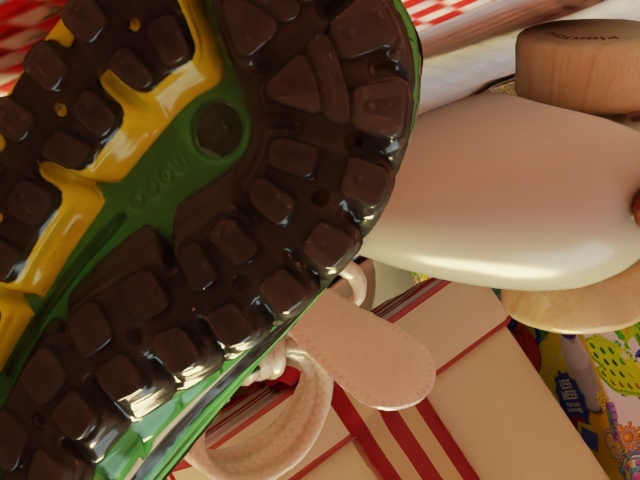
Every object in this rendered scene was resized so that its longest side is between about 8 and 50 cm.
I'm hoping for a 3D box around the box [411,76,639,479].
[{"bbox_3d":[0.202,0.021,1.078,0.177,0.279,0.290,-19,176,-15],"label":"box"}]

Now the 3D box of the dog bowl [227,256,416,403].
[{"bbox_3d":[0.046,0.061,1.363,0.349,0.102,0.349,-38,-178,1],"label":"dog bowl"}]

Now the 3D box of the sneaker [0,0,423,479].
[{"bbox_3d":[-0.085,0.046,0.479,0.343,0.134,0.146,-42,175,16],"label":"sneaker"}]

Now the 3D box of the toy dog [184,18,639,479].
[{"bbox_3d":[0.056,-0.007,0.685,0.334,0.220,0.161,-28,-159,-13],"label":"toy dog"}]

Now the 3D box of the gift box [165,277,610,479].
[{"bbox_3d":[0.041,0.162,0.985,0.276,0.258,0.255,-35,-179,-28],"label":"gift box"}]

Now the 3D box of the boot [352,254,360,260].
[{"bbox_3d":[-0.058,0.007,0.777,0.190,0.086,0.069,-29,176,0],"label":"boot"}]
